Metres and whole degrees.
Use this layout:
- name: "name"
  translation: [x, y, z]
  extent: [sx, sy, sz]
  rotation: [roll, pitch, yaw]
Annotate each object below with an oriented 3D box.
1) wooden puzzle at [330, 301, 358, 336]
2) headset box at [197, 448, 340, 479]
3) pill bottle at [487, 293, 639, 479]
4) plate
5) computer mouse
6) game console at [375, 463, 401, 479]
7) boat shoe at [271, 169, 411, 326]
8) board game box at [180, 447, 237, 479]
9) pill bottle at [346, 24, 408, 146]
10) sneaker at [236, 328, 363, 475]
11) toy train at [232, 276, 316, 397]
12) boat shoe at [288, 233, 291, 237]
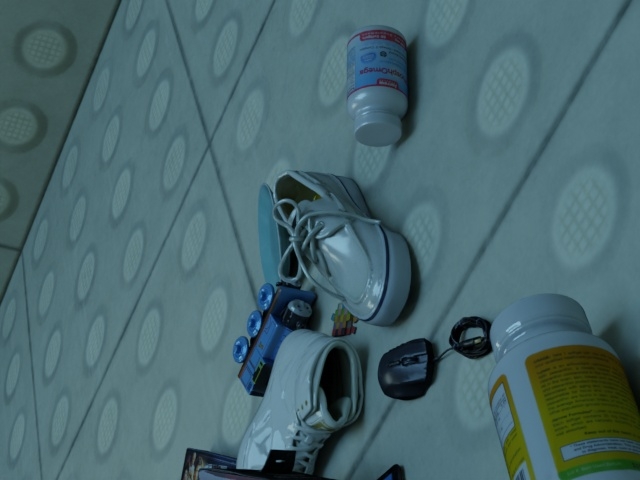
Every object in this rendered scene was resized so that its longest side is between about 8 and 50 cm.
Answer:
- name: "wooden puzzle"
  translation: [0.033, 0.111, 2.013]
  extent: [0.083, 0.006, 0.049]
  rotation: [-17, 62, 63]
- name: "headset box"
  translation: [-0.074, 0.409, 1.788]
  extent: [0.110, 0.218, 0.293]
  rotation: [4, 82, 26]
- name: "pill bottle"
  translation: [0.239, 0.174, 1.368]
  extent: [0.136, 0.136, 0.245]
  rotation: [-56, 30, 37]
- name: "plate"
  translation: [-0.072, 0.002, 2.227]
  extent: [0.188, 0.024, 0.188]
  rotation: [175, 90, -78]
- name: "computer mouse"
  translation: [0.133, 0.142, 1.735]
  extent: [0.242, 0.041, 0.071]
  rotation: [-37, 44, 54]
- name: "game console"
  translation: [0.040, 0.359, 1.770]
  extent: [0.085, 0.124, 0.144]
  rotation: [60, 138, 19]
- name: "boat shoe"
  translation: [0.003, -0.008, 1.959]
  extent: [0.135, 0.156, 0.367]
  rotation: [-66, 25, 22]
- name: "board game box"
  translation: [-0.167, 0.420, 2.236]
  extent: [0.243, 0.042, 0.165]
  rotation: [-7, 70, 64]
- name: "pill bottle"
  translation: [0.080, -0.216, 1.992]
  extent: [0.087, 0.087, 0.160]
  rotation: [-42, 41, 52]
- name: "sneaker"
  translation: [-0.028, 0.265, 1.939]
  extent: [0.169, 0.108, 0.292]
  rotation: [176, 108, -68]
- name: "toy train"
  translation: [-0.066, 0.147, 2.131]
  extent: [0.184, 0.080, 0.105]
  rotation: [-64, 36, 20]
- name: "boat shoe"
  translation: [-0.034, -0.041, 2.196]
  extent: [0.133, 0.042, 0.049]
  rotation: [-112, 33, -59]
